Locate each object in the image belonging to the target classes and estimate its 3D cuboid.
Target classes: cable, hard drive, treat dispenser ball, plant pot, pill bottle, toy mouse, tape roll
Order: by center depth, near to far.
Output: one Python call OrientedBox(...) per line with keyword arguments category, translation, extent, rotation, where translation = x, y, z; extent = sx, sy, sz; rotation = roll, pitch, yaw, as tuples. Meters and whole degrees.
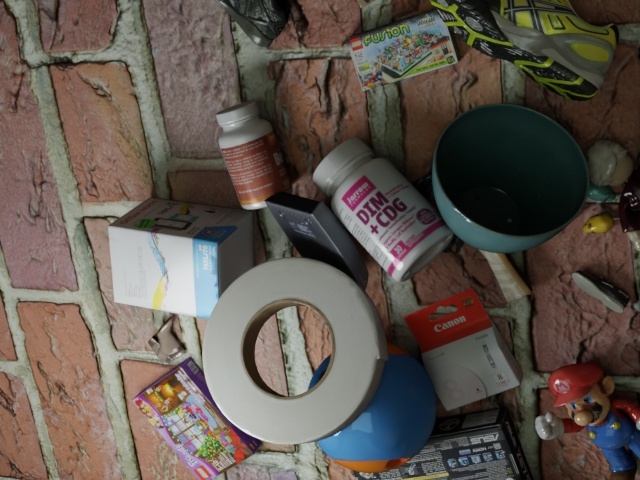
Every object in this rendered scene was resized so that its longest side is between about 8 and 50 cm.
OrientedBox(category="plant pot", translation=(0.345, -0.091, 1.772), extent=(0.290, 0.290, 0.195), rotation=(27, 154, 8))
OrientedBox(category="toy mouse", translation=(0.524, -0.073, 1.822), extent=(0.161, 0.031, 0.143), rotation=(-18, 104, 26))
OrientedBox(category="pill bottle", translation=(0.124, -0.066, 1.876), extent=(0.283, 0.160, 0.160), rotation=(48, 121, 16))
OrientedBox(category="tape roll", translation=(-0.056, 0.228, 1.905), extent=(0.392, 0.072, 0.392), rotation=(-4, 77, 18))
OrientedBox(category="cable", translation=(0.244, -0.065, 1.929), extent=(0.151, 0.047, 0.184), rotation=(17, 113, 22))
OrientedBox(category="hard drive", translation=(0.000, 0.000, 1.958), extent=(0.172, 0.054, 0.254), rotation=(17, 150, 45))
OrientedBox(category="pill bottle", translation=(-0.147, -0.185, 1.977), extent=(0.121, 0.121, 0.216), rotation=(-11, 107, 24))
OrientedBox(category="treat dispenser ball", translation=(0.111, 0.363, 2.014), extent=(0.288, 0.288, 0.288), rotation=(8, 114, 18))

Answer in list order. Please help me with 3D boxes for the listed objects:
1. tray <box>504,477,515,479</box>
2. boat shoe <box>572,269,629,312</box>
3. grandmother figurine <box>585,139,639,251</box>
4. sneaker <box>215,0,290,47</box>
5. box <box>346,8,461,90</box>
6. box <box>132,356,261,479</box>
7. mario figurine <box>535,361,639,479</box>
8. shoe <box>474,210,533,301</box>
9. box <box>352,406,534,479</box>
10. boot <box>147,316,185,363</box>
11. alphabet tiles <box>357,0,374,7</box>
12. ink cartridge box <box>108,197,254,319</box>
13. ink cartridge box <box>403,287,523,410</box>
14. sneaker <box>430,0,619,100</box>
OrientedBox(category="tray", translation=(0.465, 0.649, 2.050), extent=(0.270, 0.030, 0.145), rotation=(46, 117, -4))
OrientedBox(category="boat shoe", translation=(0.573, 0.096, 1.872), extent=(0.125, 0.038, 0.046), rotation=(35, 161, 10))
OrientedBox(category="grandmother figurine", translation=(0.651, -0.074, 1.741), extent=(0.342, 0.104, 0.207), rotation=(35, 88, 8))
OrientedBox(category="sneaker", translation=(-0.149, -0.516, 1.861), extent=(0.227, 0.087, 0.130), rotation=(46, 118, -6))
OrientedBox(category="box", translation=(0.164, -0.380, 1.826), extent=(0.207, 0.036, 0.114), rotation=(-13, 106, 25))
OrientedBox(category="box", translation=(-0.318, 0.465, 2.351), extent=(0.201, 0.057, 0.293), rotation=(-36, 96, 30))
OrientedBox(category="mario figurine", translation=(0.584, 0.396, 1.913), extent=(0.198, 0.170, 0.320), rotation=(-42, 103, -5))
OrientedBox(category="shoe", translation=(0.362, 0.033, 1.902), extent=(0.058, 0.076, 0.219), rotation=(-29, 101, 23))
OrientedBox(category="box", translation=(0.293, 0.574, 2.146), extent=(0.395, 0.097, 0.318), rotation=(-17, 103, 25))
OrientedBox(category="boot", translation=(-0.375, 0.254, 2.298), extent=(0.087, 0.042, 0.118), rotation=(40, 121, -6))
OrientedBox(category="alphabet tiles", translation=(0.075, -0.588, 1.789), extent=(0.198, 0.009, 0.237), rotation=(-23, 103, 27))
OrientedBox(category="ink cartridge box", translation=(-0.313, 0.038, 2.089), extent=(0.270, 0.198, 0.197), rotation=(8, 115, 17))
OrientedBox(category="ink cartridge box", translation=(0.309, 0.245, 2.026), extent=(0.189, 0.066, 0.232), rotation=(-26, 105, 28))
OrientedBox(category="sneaker", translation=(0.368, -0.411, 1.696), extent=(0.385, 0.145, 0.147), rotation=(34, 85, 2))
